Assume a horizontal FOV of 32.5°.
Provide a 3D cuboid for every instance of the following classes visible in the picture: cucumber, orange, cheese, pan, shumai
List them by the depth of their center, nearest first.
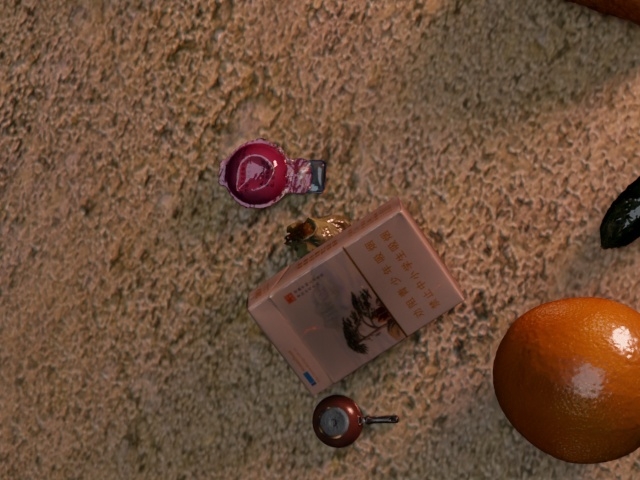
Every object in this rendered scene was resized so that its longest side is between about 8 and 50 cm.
[{"bbox_3d":[0.302,0.160,1.274,0.206,0.206,0.206,-1,85,14],"label":"orange"},{"bbox_3d":[0.430,-0.077,1.324,0.245,0.067,0.067,-36,78,10],"label":"cucumber"},{"bbox_3d":[0.043,0.232,1.415,0.115,0.023,0.069,-6,83,14],"label":"pan"},{"bbox_3d":[0.000,0.000,1.417,0.083,0.080,0.082,-45,78,5],"label":"shumai"},{"bbox_3d":[-0.064,-0.088,1.463,0.145,0.038,0.095,4,88,8],"label":"cheese"}]

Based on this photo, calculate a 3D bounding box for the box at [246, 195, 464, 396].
[{"bbox_3d":[0.043,0.072,1.380,0.233,0.067,0.149,-33,103,9],"label":"box"}]

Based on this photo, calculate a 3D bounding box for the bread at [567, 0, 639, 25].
[{"bbox_3d":[0.352,-0.353,1.330,0.260,0.134,0.129,25,91,15],"label":"bread"}]
